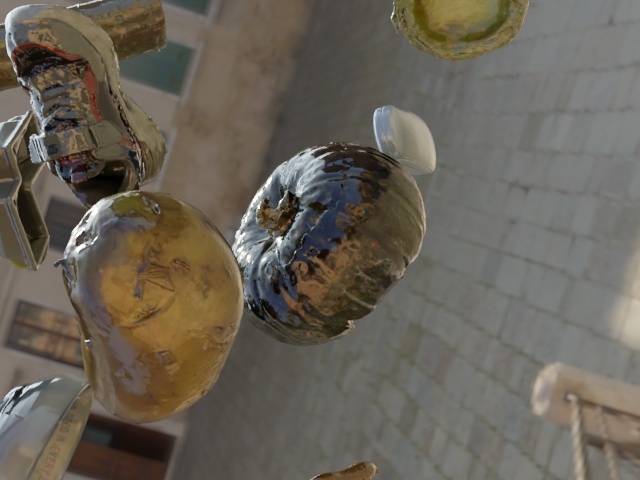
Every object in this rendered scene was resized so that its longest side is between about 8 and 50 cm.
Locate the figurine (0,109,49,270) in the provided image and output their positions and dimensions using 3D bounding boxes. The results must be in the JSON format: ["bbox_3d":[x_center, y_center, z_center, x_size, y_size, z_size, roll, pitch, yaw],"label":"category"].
[{"bbox_3d":[-0.518,-0.059,1.799,0.167,0.284,0.343,73,-168,-55],"label":"figurine"}]

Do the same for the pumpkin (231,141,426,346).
[{"bbox_3d":[-0.001,-0.002,1.443,0.238,0.159,0.238,-36,29,24],"label":"pumpkin"}]

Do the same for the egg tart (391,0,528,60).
[{"bbox_3d":[0.201,-0.343,1.919,0.078,0.197,0.197,-74,7,-49],"label":"egg tart"}]

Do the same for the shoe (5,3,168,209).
[{"bbox_3d":[-0.228,-0.104,1.231,0.227,0.099,0.125,58,-143,-40],"label":"shoe"}]

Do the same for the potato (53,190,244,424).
[{"bbox_3d":[-0.118,0.046,0.964,0.176,0.137,0.137,93,-177,-45],"label":"potato"}]

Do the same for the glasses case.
[{"bbox_3d":[0.103,-0.119,1.621,0.178,0.045,0.067,10,-113,-70],"label":"glasses case"}]

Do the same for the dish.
[{"bbox_3d":[-0.374,0.259,1.526,0.273,0.133,0.273,24,-90,-90],"label":"dish"}]

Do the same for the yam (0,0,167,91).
[{"bbox_3d":[-0.336,-0.271,1.816,0.093,0.259,0.093,163,90,-75],"label":"yam"}]

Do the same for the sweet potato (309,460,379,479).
[{"bbox_3d":[0.028,0.252,1.438,0.026,0.115,0.026,1,92,43],"label":"sweet potato"}]
